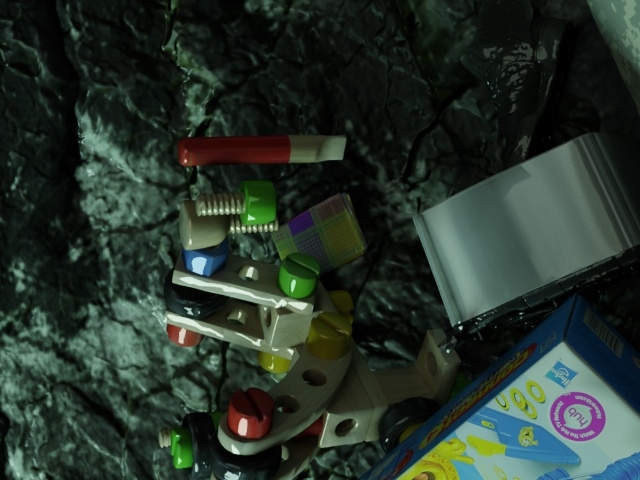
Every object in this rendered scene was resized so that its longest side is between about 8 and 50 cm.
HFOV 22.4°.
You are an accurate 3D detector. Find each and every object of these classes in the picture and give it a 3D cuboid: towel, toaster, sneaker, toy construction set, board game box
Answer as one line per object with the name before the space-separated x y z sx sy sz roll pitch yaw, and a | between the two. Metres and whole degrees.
towel | 0.000 0.000 1.441 0.083 0.009 0.060 -28 77 24
toaster | 0.176 0.000 1.257 0.168 0.185 0.110 -27 81 24
sneaker | 0.156 -0.136 1.348 0.089 0.051 0.170 16 90 26
toy construction set | 0.002 0.065 1.347 0.237 0.257 0.309 -4 106 -16
board game box | 0.187 0.249 1.213 0.308 0.086 0.302 44 116 -3

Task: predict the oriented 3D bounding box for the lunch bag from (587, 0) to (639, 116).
lunch bag | 0.312 -0.213 1.187 0.256 0.212 0.305 -32 79 40
